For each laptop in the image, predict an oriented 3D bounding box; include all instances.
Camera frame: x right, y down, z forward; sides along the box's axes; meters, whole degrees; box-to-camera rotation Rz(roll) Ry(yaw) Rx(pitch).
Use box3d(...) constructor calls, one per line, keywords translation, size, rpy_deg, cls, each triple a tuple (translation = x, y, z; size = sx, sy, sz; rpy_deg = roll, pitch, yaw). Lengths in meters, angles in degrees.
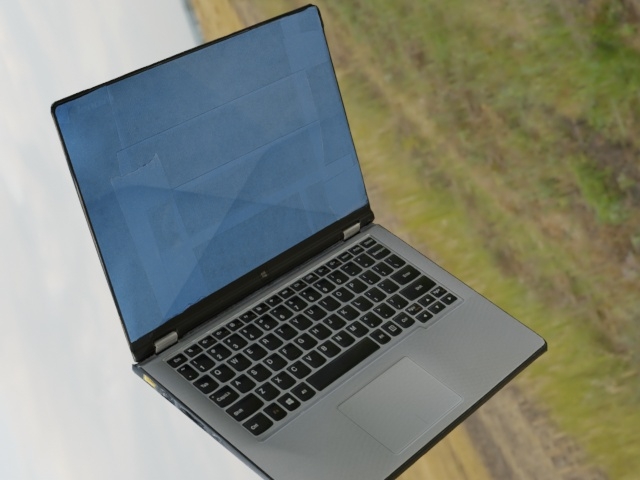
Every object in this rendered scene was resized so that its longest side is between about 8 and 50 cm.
box3d(translation=(0.000, 0.000, 1.209), size=(0.408, 0.382, 0.236), rpy_deg=(36, 133, 24), cls="laptop")
